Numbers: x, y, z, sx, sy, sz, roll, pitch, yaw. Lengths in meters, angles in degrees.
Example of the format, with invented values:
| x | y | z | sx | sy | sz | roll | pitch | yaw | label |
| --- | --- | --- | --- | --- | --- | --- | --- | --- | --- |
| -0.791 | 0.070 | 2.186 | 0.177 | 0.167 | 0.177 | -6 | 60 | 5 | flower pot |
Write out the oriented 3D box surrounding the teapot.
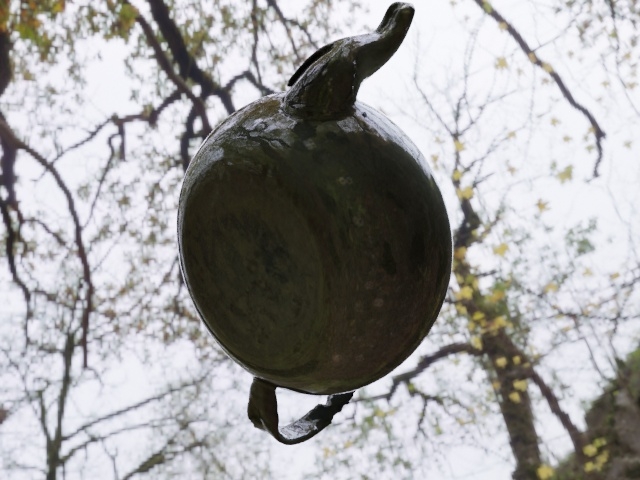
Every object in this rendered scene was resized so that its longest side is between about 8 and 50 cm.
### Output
| x | y | z | sx | sy | sz | roll | pitch | yaw | label |
| --- | --- | --- | --- | --- | --- | --- | --- | --- | --- |
| 0.000 | 0.000 | 0.616 | 0.129 | 0.193 | 0.295 | -18 | -58 | -43 | teapot |
